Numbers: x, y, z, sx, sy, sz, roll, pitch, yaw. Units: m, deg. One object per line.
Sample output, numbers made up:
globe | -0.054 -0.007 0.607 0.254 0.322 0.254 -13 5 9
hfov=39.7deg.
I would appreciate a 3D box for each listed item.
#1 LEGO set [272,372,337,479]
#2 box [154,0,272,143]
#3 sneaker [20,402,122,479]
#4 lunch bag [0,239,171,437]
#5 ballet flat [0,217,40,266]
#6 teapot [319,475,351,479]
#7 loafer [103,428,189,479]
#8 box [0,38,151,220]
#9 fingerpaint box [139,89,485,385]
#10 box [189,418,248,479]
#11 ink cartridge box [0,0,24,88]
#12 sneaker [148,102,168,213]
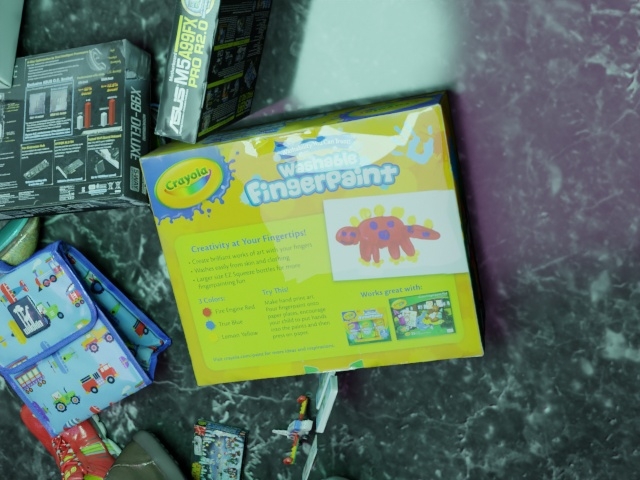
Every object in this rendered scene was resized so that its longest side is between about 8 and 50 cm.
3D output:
LEGO set | -0.030 0.293 1.417 0.060 0.182 0.244 15 110 -6
box | -0.141 -0.265 1.238 0.060 0.270 0.216 16 109 7
sneaker | -0.426 0.383 1.566 0.279 0.118 0.107 44 109 -2
lunch bag | -0.433 0.142 1.462 0.221 0.138 0.293 -30 109 18
ballet flat | -0.576 0.073 1.526 0.348 0.123 0.123 -33 96 18
teapot | 0.013 0.523 1.435 0.187 0.252 0.256 -39 99 12
loafer | -0.235 0.486 1.482 0.130 0.134 0.366 -37 59 -18
box | -0.412 -0.163 1.368 0.307 0.076 0.242 -5 80 20
fingerpaint box | 0.000 0.000 1.338 0.445 0.163 0.371 -9 104 15
box | -0.181 0.389 1.561 0.094 0.027 0.137 11 108 11
ink cartridge box | -0.625 -0.348 1.356 0.306 0.131 0.226 1 77 12
sneaker | -0.268 -0.122 1.408 0.067 0.078 0.188 -2 105 14
